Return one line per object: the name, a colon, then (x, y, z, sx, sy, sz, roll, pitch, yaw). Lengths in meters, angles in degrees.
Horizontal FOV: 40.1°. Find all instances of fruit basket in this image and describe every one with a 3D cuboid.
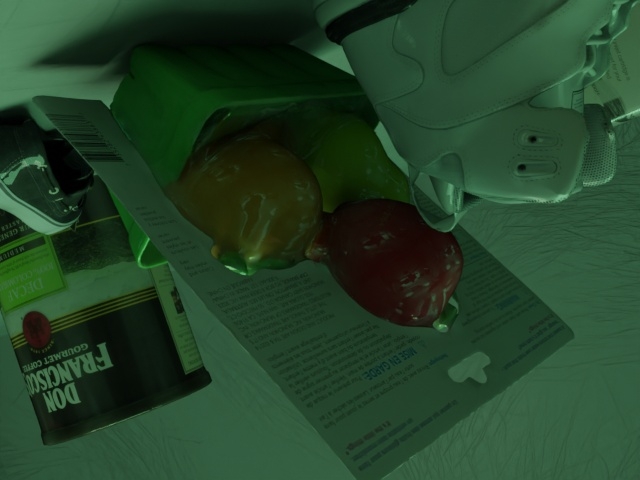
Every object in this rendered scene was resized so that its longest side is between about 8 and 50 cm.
fruit basket: (0.000, 0.000, 0.677, 0.327, 0.353, 0.165, -18, 153, -52)

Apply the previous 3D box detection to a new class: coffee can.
coffee can: (-0.267, 0.071, 1.022, 0.201, 0.276, 0.201, -20, 177, -1)

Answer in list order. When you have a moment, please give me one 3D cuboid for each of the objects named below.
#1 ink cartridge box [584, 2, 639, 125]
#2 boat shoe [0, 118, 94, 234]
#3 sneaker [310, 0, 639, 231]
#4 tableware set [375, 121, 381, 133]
ink cartridge box: (0.292, -0.198, 0.925, 0.217, 0.159, 0.092, -21, 176, 36)
boat shoe: (-0.238, -0.062, 0.778, 0.076, 0.080, 0.228, -18, 170, 0)
sneaker: (0.176, -0.146, 0.546, 0.365, 0.210, 0.137, -22, 177, 32)
tableware set: (0.026, -0.156, 1.357, 0.168, 0.020, 0.141, -19, 177, -8)
